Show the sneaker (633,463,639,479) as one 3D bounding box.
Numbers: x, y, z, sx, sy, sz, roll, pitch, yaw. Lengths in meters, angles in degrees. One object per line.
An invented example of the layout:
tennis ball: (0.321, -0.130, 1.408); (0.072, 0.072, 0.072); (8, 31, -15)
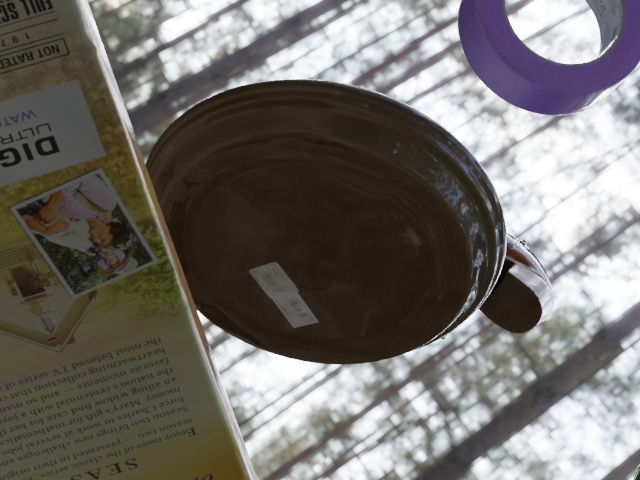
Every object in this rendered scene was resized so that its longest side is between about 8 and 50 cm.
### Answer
sneaker: (0.204, 0.127, 0.618); (0.109, 0.123, 0.295); (28, -32, 4)

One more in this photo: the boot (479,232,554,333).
boot: (0.181, -0.011, 1.731); (0.283, 0.109, 0.220); (41, 14, 4)

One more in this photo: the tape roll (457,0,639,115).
tape roll: (0.347, -0.328, 2.095); (0.275, 0.275, 0.090); (55, -20, 7)

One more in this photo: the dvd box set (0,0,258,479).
dvd box set: (-0.214, 0.051, 0.694); (0.062, 0.308, 0.420); (-109, -177, -47)

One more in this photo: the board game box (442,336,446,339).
board game box: (0.000, 0.000, 1.916); (0.318, 0.066, 0.318); (15, -24, 31)

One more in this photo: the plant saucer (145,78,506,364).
plant saucer: (-0.002, 0.001, 1.045); (0.278, 0.041, 0.278); (7, -45, 7)
